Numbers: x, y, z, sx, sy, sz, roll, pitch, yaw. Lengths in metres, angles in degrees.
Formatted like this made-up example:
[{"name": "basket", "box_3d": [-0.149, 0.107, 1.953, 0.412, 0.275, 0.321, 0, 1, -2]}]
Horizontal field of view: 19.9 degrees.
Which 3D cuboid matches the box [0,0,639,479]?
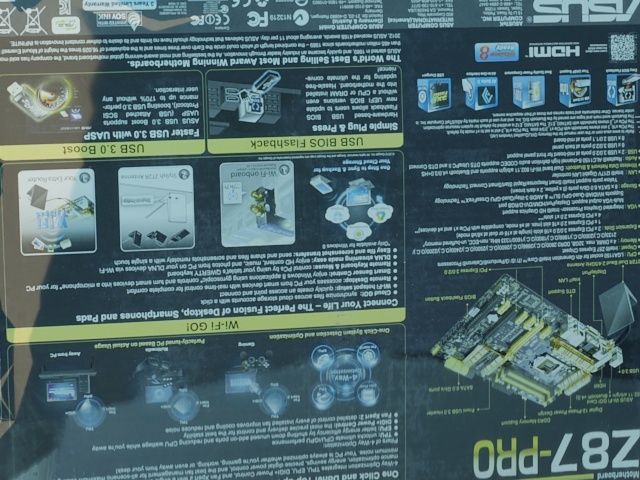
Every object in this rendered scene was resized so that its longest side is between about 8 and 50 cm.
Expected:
[{"name": "box", "box_3d": [0.000, 0.000, 1.049, 0.395, 0.097, 0.318, -3, 95, -13]}]
